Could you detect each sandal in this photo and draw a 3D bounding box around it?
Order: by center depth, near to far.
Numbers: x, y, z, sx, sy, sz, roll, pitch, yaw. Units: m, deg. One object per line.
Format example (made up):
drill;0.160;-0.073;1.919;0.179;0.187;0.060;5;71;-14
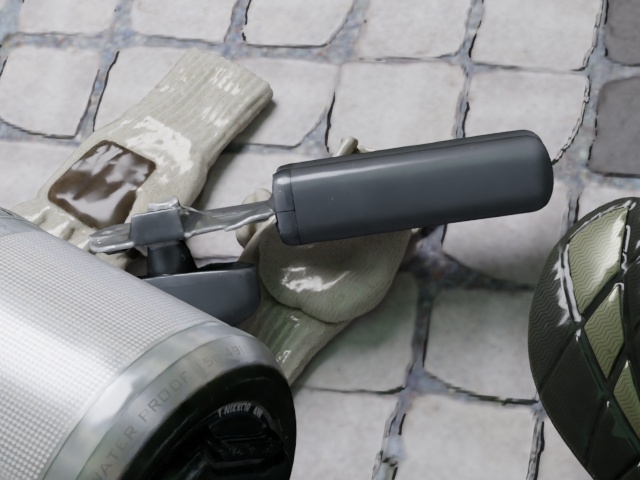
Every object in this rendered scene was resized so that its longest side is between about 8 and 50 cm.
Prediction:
sandal;0.211;0.119;1.038;0.120;0.086;0.302;-31;73;18

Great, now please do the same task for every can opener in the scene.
can opener;0.000;0.000;1.131;0.283;0.076;0.095;-8;98;4

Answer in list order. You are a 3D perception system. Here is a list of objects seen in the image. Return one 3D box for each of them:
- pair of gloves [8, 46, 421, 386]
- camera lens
pair of gloves;-0.063;-0.014;1.197;0.240;0.042;0.204;35;70;27
camera lens;-0.168;0.108;1.032;0.274;0.219;0.219;26;66;25
